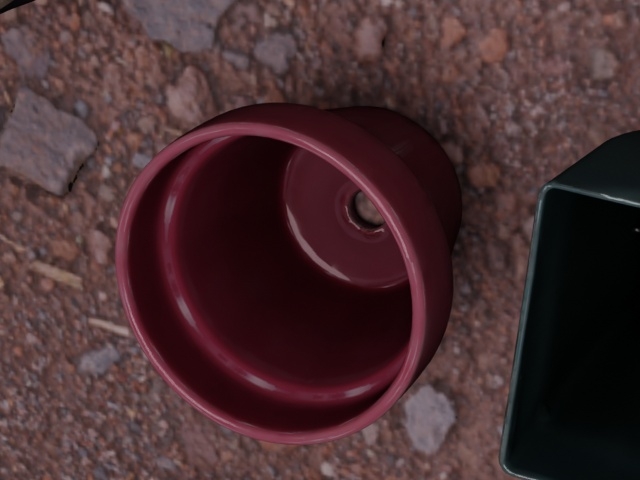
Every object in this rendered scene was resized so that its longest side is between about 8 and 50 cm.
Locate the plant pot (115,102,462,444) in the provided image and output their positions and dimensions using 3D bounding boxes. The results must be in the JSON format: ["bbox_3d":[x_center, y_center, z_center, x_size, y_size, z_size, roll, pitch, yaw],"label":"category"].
[{"bbox_3d":[0.000,0.000,1.053,0.201,0.180,0.201,8,112,20],"label":"plant pot"}]

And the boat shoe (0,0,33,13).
[{"bbox_3d":[-0.069,-0.293,0.998,0.500,0.156,0.187,-32,89,18],"label":"boat shoe"}]

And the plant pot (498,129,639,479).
[{"bbox_3d":[0.218,0.028,0.937,0.165,0.234,0.165,13,113,18],"label":"plant pot"}]
